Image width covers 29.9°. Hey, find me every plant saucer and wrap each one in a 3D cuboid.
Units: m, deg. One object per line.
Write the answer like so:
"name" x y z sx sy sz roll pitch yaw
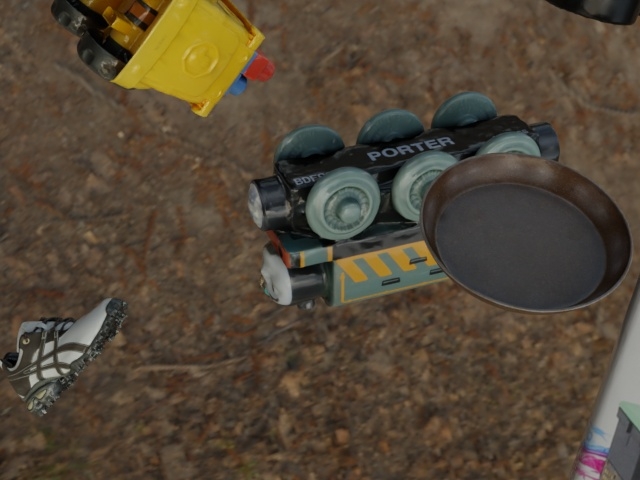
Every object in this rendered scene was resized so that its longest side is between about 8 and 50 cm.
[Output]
"plant saucer" 0.159 -0.002 0.945 0.169 0.029 0.168 4 49 -4

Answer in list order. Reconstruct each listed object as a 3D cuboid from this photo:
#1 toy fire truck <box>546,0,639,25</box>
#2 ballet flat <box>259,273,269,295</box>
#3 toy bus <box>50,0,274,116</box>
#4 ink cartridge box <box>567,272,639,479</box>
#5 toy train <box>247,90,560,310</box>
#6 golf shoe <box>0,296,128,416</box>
"toy fire truck" 0.284 -0.181 0.681 0.246 0.158 0.217 23 22 20
"ballet flat" 0.000 0.000 1.391 0.073 0.206 0.067 25 51 -37
"toy bus" -0.155 -0.236 1.292 0.211 0.149 0.220 23 19 -44
"ink cartridge box" 0.212 0.139 0.544 0.117 0.201 0.278 -12 120 -71
"toy train" 0.089 -0.030 1.227 0.334 0.190 0.142 -13 35 -17
"golf shoe" -0.303 0.118 1.385 0.094 0.198 0.077 45 25 -1
